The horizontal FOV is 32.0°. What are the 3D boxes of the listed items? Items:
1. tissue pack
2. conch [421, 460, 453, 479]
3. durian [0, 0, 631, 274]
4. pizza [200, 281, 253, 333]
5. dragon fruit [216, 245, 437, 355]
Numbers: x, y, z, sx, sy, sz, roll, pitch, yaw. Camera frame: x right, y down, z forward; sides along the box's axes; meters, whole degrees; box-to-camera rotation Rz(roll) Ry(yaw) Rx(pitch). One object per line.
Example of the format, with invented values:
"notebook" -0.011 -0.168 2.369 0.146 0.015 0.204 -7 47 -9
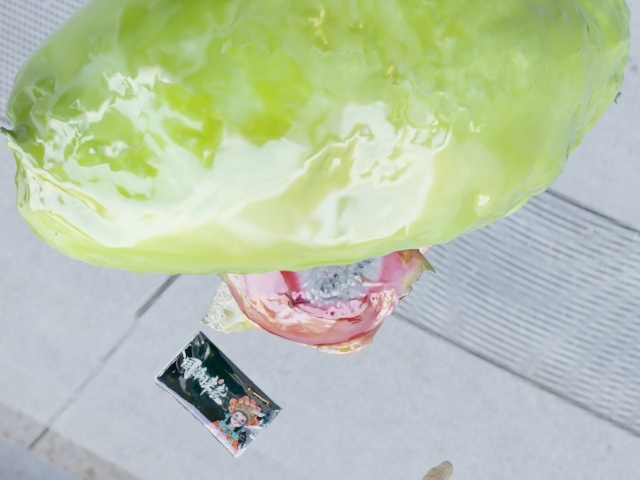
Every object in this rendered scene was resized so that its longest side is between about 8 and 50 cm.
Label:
"tissue pack" -0.149 0.225 1.629 0.170 0.090 0.103 42 83 4
"conch" 0.088 0.267 0.985 0.093 0.330 0.109 -2 98 25
"durian" 0.004 -0.078 0.580 0.256 0.340 0.204 -19 97 36
"pizza" -0.057 0.048 1.506 0.080 0.204 0.188 36 103 13
"dragon fruit" -0.001 0.000 1.100 0.224 0.227 0.224 -3 99 -18
